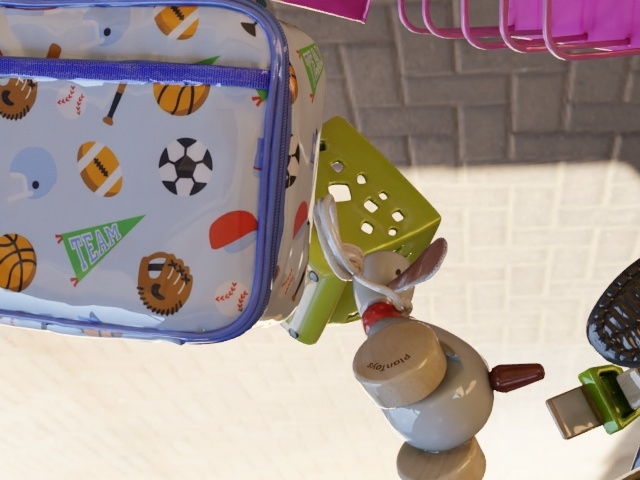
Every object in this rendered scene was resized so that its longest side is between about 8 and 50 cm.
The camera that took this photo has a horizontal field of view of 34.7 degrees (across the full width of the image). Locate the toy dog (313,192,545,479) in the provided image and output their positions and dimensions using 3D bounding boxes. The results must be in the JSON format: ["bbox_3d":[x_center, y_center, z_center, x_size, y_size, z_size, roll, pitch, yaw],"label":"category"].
[{"bbox_3d":[0.118,0.091,1.018,0.160,0.334,0.220,-20,138,7],"label":"toy dog"}]

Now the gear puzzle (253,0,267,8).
[{"bbox_3d":[-0.226,-0.247,1.075,0.338,0.044,0.176,7,114,-11],"label":"gear puzzle"}]

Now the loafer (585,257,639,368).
[{"bbox_3d":[0.308,0.026,0.828,0.220,0.080,0.078,-37,168,-1],"label":"loafer"}]

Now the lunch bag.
[{"bbox_3d":[-0.151,-0.060,0.698,0.303,0.243,0.115,6,-174,18],"label":"lunch bag"}]

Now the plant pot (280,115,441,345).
[{"bbox_3d":[0.000,0.000,1.455,0.207,0.228,0.227,-32,158,-35],"label":"plant pot"}]

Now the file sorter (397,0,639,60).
[{"bbox_3d":[0.219,-0.295,1.041,0.182,0.202,0.290,-7,-162,-24],"label":"file sorter"}]

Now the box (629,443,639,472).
[{"bbox_3d":[0.673,0.302,1.581,0.296,0.294,0.182,25,-157,33],"label":"box"}]

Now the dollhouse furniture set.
[{"bbox_3d":[0.428,0.217,1.293,0.151,0.198,0.301,-16,161,-26],"label":"dollhouse furniture set"}]

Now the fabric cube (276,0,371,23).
[{"bbox_3d":[-0.022,-0.491,1.375,0.258,0.254,0.259,14,145,-3],"label":"fabric cube"}]
